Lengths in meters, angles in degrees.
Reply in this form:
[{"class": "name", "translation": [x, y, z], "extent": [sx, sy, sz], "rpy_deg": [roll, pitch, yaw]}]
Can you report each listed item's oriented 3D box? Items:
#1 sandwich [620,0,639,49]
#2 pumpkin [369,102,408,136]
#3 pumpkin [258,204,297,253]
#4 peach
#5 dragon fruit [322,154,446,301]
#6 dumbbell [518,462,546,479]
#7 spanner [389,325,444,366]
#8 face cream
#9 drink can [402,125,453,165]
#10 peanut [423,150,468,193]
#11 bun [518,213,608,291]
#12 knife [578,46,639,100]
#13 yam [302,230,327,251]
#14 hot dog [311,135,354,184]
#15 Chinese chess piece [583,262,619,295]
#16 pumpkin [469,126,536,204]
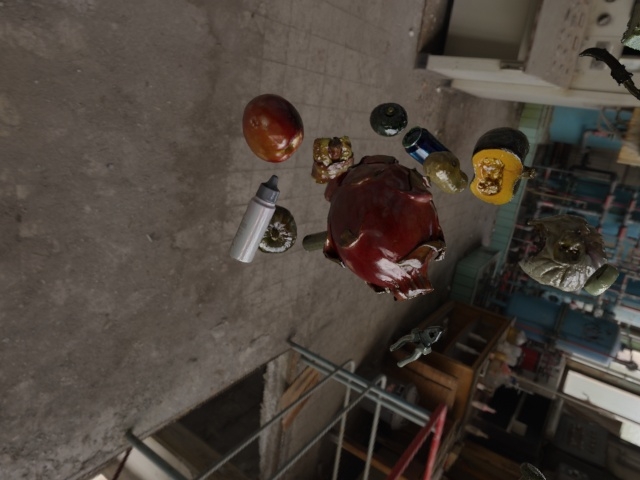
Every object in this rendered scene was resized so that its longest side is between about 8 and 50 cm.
[{"class": "sandwich", "translation": [0.880, -0.509, 1.096], "extent": [0.245, 0.212, 0.063], "rpy_deg": [-52, 177, -31]}, {"class": "pumpkin", "translation": [0.297, -0.527, 1.904], "extent": [0.167, 0.167, 0.125], "rpy_deg": [-50, 138, -31]}, {"class": "pumpkin", "translation": [-0.203, -0.043, 1.846], "extent": [0.219, 0.162, 0.218], "rpy_deg": [-6, 112, -16]}, {"class": "peach", "translation": [-0.176, -0.405, 1.581], "extent": [0.199, 0.243, 0.243], "rpy_deg": [-29, 129, -48]}, {"class": "dragon fruit", "translation": [0.124, -0.032, 0.899], "extent": [0.250, 0.250, 0.314], "rpy_deg": [6, 80, -59]}, {"class": "dumbbell", "translation": [0.355, 0.460, 0.794], "extent": [0.118, 0.052, 0.046], "rpy_deg": [-53, 172, 11]}, {"class": "spanner", "translation": [0.337, 0.361, 1.537], "extent": [0.040, 0.095, 0.325], "rpy_deg": [-14, 157, -28]}, {"class": "face cream", "translation": [-0.215, -0.079, 1.484], "extent": [0.092, 0.092, 0.311], "rpy_deg": [1, 119, -58]}, {"class": "drink can", "translation": [0.421, -0.353, 1.716], "extent": [0.205, 0.118, 0.118], "rpy_deg": [31, 78, -30]}, {"class": "peanut", "translation": [0.448, -0.236, 1.534], "extent": [0.236, 0.110, 0.120], "rpy_deg": [22, 63, -43]}, {"class": "bun", "translation": [0.848, 0.038, 1.512], "extent": [0.205, 0.282, 0.281], "rpy_deg": [11, 97, -81]}, {"class": "knife", "translation": [0.714, -0.401, 1.046], "extent": [0.021, 0.222, 0.045], "rpy_deg": [8, 134, -45]}, {"class": "yam", "translation": [0.000, 0.000, 1.630], "extent": [0.068, 0.169, 0.068], "rpy_deg": [7, 78, -35]}, {"class": "hot dog", "translation": [0.040, -0.246, 1.398], "extent": [0.213, 0.146, 0.103], "rpy_deg": [85, -7, -66]}, {"class": "Chinese chess piece", "translation": [0.664, 0.092, 1.038], "extent": [0.084, 0.034, 0.084], "rpy_deg": [-43, 162, -18]}, {"class": "pumpkin", "translation": [0.723, -0.315, 1.703], "extent": [0.232, 0.242, 0.325], "rpy_deg": [-56, 154, -22]}]
